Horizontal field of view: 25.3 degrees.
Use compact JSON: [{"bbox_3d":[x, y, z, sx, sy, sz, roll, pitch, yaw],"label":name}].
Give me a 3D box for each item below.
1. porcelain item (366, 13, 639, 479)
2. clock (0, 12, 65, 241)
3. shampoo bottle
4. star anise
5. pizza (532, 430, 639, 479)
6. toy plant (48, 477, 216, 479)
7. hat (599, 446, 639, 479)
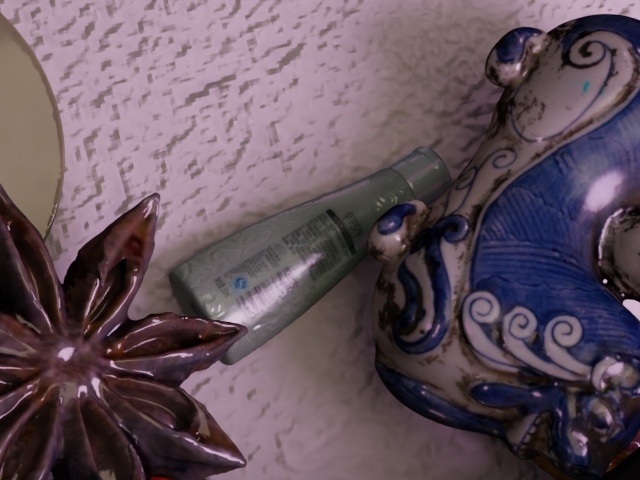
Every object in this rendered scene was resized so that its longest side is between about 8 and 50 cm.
[{"bbox_3d":[0.154,-0.006,0.860,0.186,0.138,0.288,28,71,28],"label":"porcelain item"},{"bbox_3d":[-0.264,-0.050,0.811,0.235,0.029,0.235,3,82,-19],"label":"clock"},{"bbox_3d":[0.000,0.000,0.893,0.190,0.041,0.069,-33,90,-20],"label":"shampoo bottle"},{"bbox_3d":[-0.134,0.089,0.772,0.230,0.081,0.262,-11,72,-39],"label":"star anise"},{"bbox_3d":[0.229,0.116,0.955,0.246,0.058,0.127,13,80,-21],"label":"pizza"},{"bbox_3d":[-0.137,0.201,0.795,0.240,0.088,0.155,6,75,-18],"label":"toy plant"},{"bbox_3d":[0.119,0.239,0.762,0.381,0.257,0.366,5,109,-30],"label":"hat"}]
